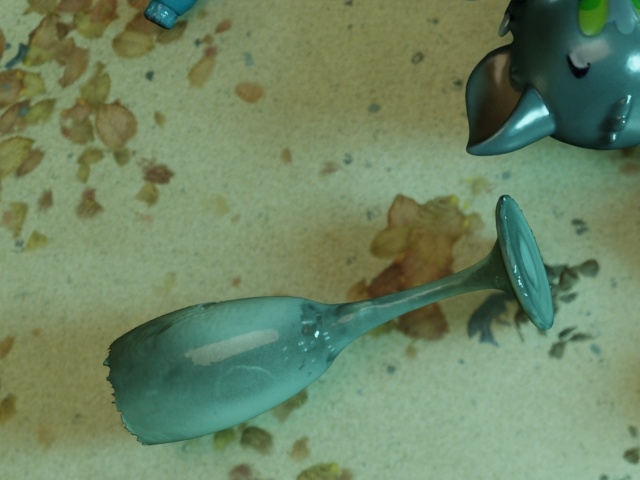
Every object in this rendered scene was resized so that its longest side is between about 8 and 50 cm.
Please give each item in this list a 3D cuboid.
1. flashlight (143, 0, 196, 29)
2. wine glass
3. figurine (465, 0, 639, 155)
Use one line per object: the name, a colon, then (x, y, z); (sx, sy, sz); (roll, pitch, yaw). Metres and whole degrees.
flashlight: (-0.098, -0.228, 1.604); (0.051, 0.051, 0.129); (27, 86, 31)
wine glass: (0.000, 0.000, 1.454); (0.309, 0.096, 0.264); (-19, 45, 17)
figurine: (0.168, -0.168, 1.398); (0.193, 0.140, 0.265); (-2, 39, -17)
